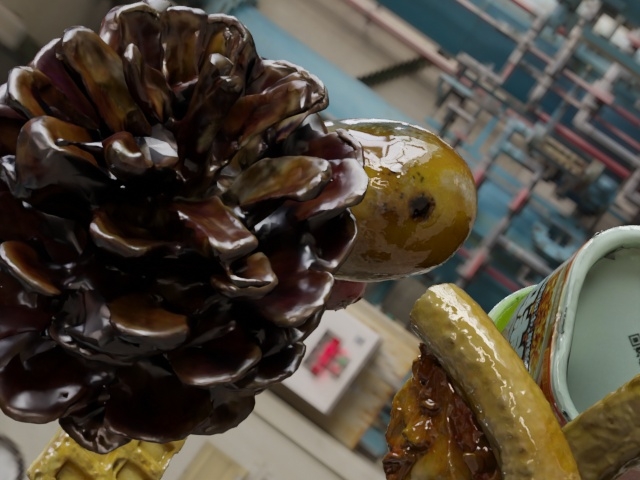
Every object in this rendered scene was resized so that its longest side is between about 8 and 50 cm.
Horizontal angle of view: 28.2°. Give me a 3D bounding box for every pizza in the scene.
[{"bbox_3d":[0.115,0.213,0.932,0.182,0.366,0.073,-9,-3,41],"label":"pizza"}]

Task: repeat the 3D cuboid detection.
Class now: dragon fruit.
[{"bbox_3d":[0.000,0.000,1.367,0.094,0.094,0.191,-49,-48,-40],"label":"dragon fruit"}]

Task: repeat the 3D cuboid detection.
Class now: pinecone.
[{"bbox_3d":[-0.116,-0.016,0.830,0.296,0.242,0.298,-51,36,38],"label":"pinecone"}]

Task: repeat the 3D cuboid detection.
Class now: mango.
[{"bbox_3d":[0.002,-0.042,1.173,0.192,0.316,0.146,-4,-80,-46],"label":"mango"}]

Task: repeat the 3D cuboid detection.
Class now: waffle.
[{"bbox_3d":[-0.297,0.293,1.860,0.057,0.168,0.274,-16,34,53],"label":"waffle"}]

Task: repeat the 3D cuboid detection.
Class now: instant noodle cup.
[{"bbox_3d":[0.282,0.134,1.177,0.294,0.294,0.308,-52,-10,-18],"label":"instant noodle cup"}]

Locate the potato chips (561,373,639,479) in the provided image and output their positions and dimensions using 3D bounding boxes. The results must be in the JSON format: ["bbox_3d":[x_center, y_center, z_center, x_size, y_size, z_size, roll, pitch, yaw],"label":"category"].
[{"bbox_3d":[0.246,0.122,0.917,0.407,0.057,0.080,-42,-27,25],"label":"potato chips"}]
